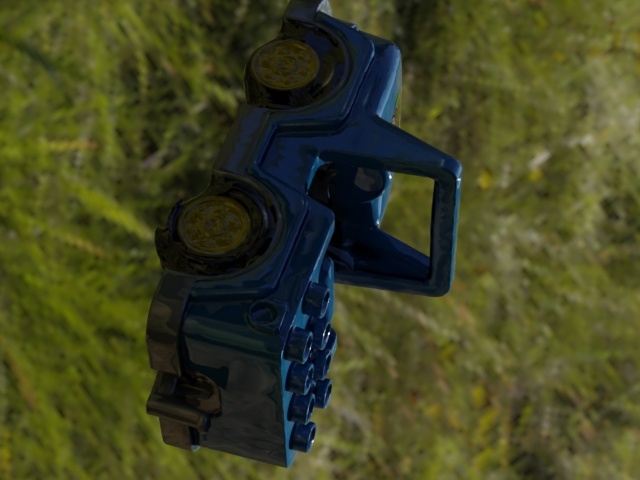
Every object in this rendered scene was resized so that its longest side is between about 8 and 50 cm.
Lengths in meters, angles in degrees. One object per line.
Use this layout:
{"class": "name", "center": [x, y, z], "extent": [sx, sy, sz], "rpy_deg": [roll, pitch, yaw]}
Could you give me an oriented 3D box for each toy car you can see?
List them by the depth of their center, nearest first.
{"class": "toy car", "center": [0.000, 0.000, 0.703], "extent": [0.100, 0.191, 0.097], "rpy_deg": [13, -36, 11]}
